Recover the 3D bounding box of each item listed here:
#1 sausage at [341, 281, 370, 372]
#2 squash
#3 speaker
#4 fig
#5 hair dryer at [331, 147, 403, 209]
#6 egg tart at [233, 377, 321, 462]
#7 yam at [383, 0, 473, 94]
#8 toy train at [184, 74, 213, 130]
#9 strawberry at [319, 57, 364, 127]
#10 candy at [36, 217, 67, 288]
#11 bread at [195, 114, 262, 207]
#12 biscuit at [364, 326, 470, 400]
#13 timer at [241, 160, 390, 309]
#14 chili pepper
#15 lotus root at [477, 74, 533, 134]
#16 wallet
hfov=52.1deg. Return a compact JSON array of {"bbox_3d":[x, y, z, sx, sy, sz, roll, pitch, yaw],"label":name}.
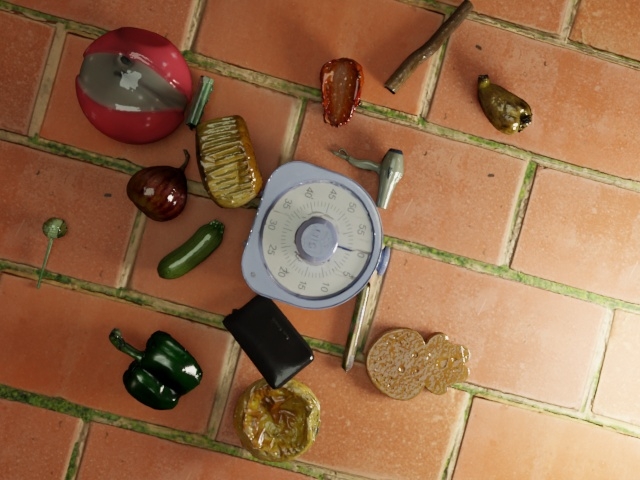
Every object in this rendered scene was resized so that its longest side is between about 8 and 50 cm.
[{"bbox_3d":[0.098,0.232,1.791,0.032,0.033,0.269,13,90,-3],"label":"sausage"},{"bbox_3d":[-0.342,0.029,1.748,0.219,0.068,0.077,-42,87,-3],"label":"squash"},{"bbox_3d":[-0.481,-0.388,1.685,0.294,0.294,0.294,0,91,-3],"label":"speaker"},{"bbox_3d":[-0.406,-0.128,1.712,0.202,0.148,0.149,-19,131,-33],"label":"fig"},{"bbox_3d":[0.127,-0.169,1.785,0.199,0.067,0.167,1,96,8],"label":"hair dryer"},{"bbox_3d":[-0.112,0.472,1.747,0.241,0.106,0.241,0,91,0],"label":"egg tart"},{"bbox_3d":[0.296,-0.530,1.790,0.327,0.045,0.045,-47,61,-3],"label":"yam"},{"bbox_3d":[-0.322,-0.365,1.744,0.038,0.071,0.148,19,90,-3],"label":"toy train"},{"bbox_3d":[0.055,-0.399,1.767,0.121,0.082,0.188,13,100,16],"label":"strawberry"},{"bbox_3d":[-0.726,0.036,1.744,0.061,0.061,0.203,18,98,-3],"label":"candy"},{"bbox_3d":[-0.229,-0.198,1.662,0.142,0.253,0.227,-17,88,0],"label":"bread"},{"bbox_3d":[0.266,0.336,1.796,0.288,0.044,0.202,-4,91,-5],"label":"biscuit"},{"bbox_3d":[0.000,0.000,1.716,0.395,0.173,0.395,0,89,-3],"label":"timer"},{"bbox_3d":[-0.435,0.313,1.700,0.261,0.165,0.174,41,107,-6],"label":"chili pepper"},{"bbox_3d":[0.490,-0.371,1.782,0.191,0.094,0.108,46,65,6],"label":"lotus root"},{"bbox_3d":[-0.138,0.258,1.732,0.149,0.044,0.250,-36,70,-11],"label":"wallet"}]
